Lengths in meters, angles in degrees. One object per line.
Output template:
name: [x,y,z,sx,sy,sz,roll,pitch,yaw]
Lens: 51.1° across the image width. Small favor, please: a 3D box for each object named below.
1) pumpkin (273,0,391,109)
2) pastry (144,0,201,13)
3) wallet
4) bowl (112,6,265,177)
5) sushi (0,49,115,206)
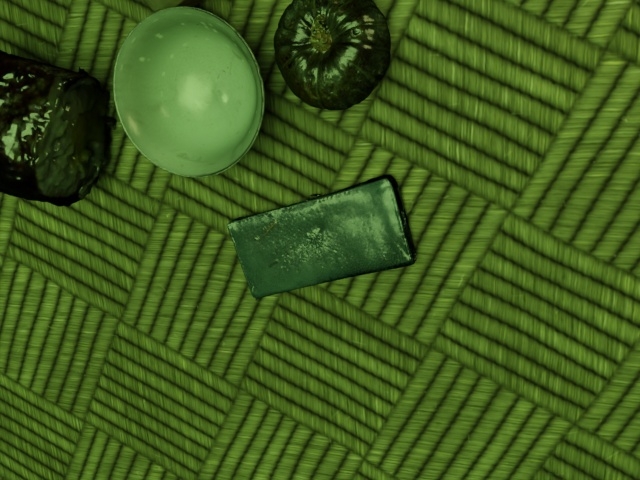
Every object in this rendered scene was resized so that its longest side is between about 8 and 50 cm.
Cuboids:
pumpkin: [0.020,-0.348,1.207,0.223,0.157,0.224,3,98,21]
pastry: [-0.266,-0.484,1.250,0.156,0.156,0.092,-31,100,23]
wallet: [0.000,0.000,1.386,0.378,0.046,0.191,-14,102,21]
bowl: [-0.230,-0.288,1.305,0.313,0.146,0.314,5,108,16]
sushi: [-0.607,-0.229,1.362,0.294,0.281,0.300,14,104,5]
